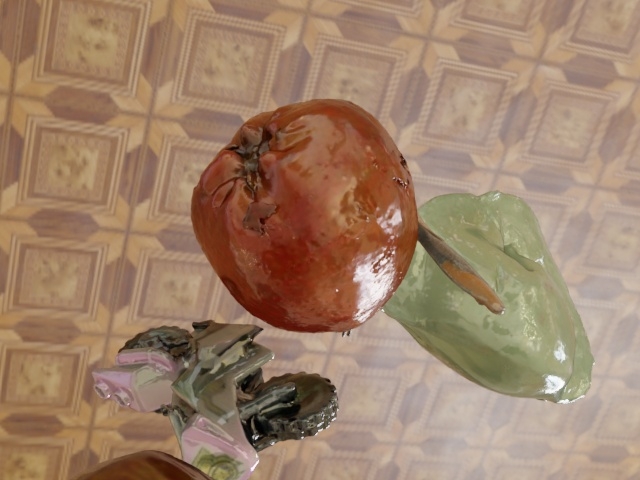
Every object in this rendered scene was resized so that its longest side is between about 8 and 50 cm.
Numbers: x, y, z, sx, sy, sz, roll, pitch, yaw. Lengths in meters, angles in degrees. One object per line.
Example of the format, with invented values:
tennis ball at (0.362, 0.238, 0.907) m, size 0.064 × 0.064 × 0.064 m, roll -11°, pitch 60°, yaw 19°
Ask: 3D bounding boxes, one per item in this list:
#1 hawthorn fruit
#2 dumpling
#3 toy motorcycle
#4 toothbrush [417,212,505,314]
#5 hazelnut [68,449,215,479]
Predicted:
hawthorn fruit at (0.000, 0.000, 0.902) m, size 0.211 × 0.211 × 0.299 m, roll -25°, pitch 134°, yaw -1°
dumpling at (0.213, 0.086, 1.233) m, size 0.212 × 0.270 × 0.320 m, roll -24°, pitch 149°, yaw 15°
toy motorcycle at (-0.144, 0.183, 1.063) m, size 0.188 × 0.327 × 0.143 m, roll -40°, pitch 129°, yaw -38°
toothbrush at (0.100, -0.008, 0.930) m, size 0.028 × 0.375 × 0.037 m, roll 34°, pitch 100°, yaw -24°
hazelnut at (-0.118, 0.255, 0.651) m, size 0.218 × 0.218 × 0.234 m, roll -59°, pitch 156°, yaw 18°
